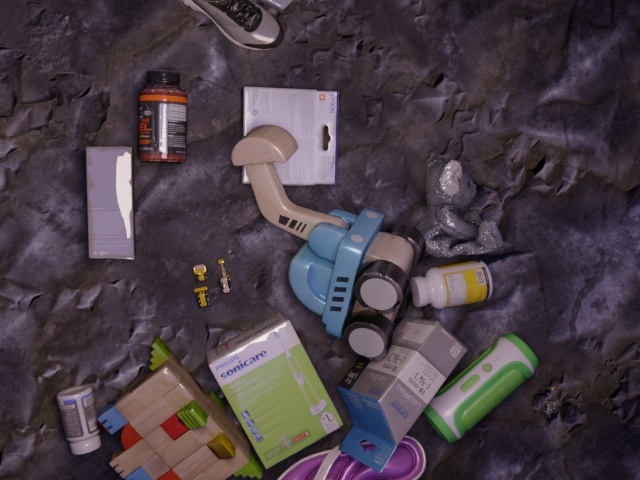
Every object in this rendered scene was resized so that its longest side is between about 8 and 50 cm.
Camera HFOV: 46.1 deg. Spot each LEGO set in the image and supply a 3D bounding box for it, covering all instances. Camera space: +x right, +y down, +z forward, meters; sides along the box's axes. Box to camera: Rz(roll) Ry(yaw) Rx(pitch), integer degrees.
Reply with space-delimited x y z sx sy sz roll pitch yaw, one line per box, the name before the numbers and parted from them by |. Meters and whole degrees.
LEGO set | 0.603 0.421 1.953 0.054 0.023 0.083 -13 98 -11

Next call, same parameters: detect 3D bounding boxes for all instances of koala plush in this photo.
koala plush | 0.301 -0.083 1.761 0.203 0.196 0.221 -8 101 -2

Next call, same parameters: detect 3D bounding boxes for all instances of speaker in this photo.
speaker | 0.392 0.362 1.849 0.296 0.131 0.131 -39 102 -7

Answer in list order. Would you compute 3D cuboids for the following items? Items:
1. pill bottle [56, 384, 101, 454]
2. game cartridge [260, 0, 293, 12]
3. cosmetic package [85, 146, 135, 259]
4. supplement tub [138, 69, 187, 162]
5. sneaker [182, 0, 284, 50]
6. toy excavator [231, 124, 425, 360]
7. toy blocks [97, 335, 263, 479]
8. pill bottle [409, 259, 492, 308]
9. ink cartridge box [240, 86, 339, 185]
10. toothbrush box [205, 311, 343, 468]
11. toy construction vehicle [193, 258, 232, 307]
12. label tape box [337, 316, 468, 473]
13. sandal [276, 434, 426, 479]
pill bottle | -0.534 0.398 1.668 0.078 0.078 0.137 -11 97 -12
game cartridge | -0.085 -0.678 1.686 0.198 0.062 0.297 26 89 -18
cosmetic package | -0.450 -0.084 1.620 0.107 0.127 0.238 2 96 -12
supplement tub | -0.343 -0.268 1.638 0.106 0.106 0.198 0 94 -13
sneaker | -0.200 -0.509 1.648 0.271 0.108 0.100 31 86 -15
toy excavator | 0.000 0.000 1.667 0.445 0.222 0.433 19 126 11
toy blocks | -0.348 0.446 1.681 0.261 0.191 0.381 -37 102 4
pill bottle | 0.314 0.110 1.820 0.184 0.103 0.103 -9 97 -11
ink cartridge box | -0.072 -0.238 1.731 0.224 0.045 0.223 1 96 -14
toothbrush box | -0.108 0.342 1.737 0.206 0.122 0.283 -29 101 -9
toy construction vehicle | -0.250 0.097 1.732 0.086 0.035 0.098 -14 95 0
label tape box | 0.149 0.333 1.704 0.106 0.240 0.334 43 74 -14
sandal | 0.058 0.559 1.777 0.416 0.102 0.169 -21 69 -16
